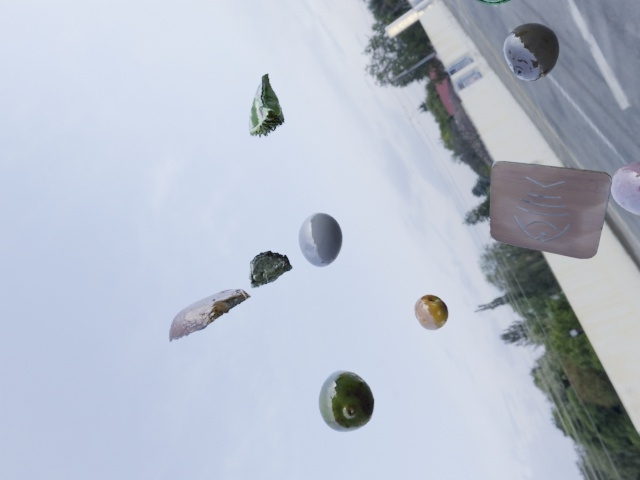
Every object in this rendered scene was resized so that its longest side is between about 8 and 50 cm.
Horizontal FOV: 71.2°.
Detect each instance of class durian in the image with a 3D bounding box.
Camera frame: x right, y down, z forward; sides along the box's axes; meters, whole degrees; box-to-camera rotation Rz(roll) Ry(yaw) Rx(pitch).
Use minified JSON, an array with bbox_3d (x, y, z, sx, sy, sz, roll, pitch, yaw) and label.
[{"bbox_3d":[-0.241,-0.550,1.866,0.169,0.159,0.351,75,-175,-47],"label":"durian"}]

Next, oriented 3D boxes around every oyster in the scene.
[{"bbox_3d":[-0.177,0.094,1.506,0.177,0.064,0.125,-17,-138,-31],"label":"oyster"}]

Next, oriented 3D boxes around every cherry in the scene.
[{"bbox_3d":[1.209,-0.190,1.673,0.239,0.240,0.205,19,-98,-57],"label":"cherry"}]

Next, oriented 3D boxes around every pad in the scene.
[{"bbox_3d":[0.606,-0.080,1.215,0.018,0.287,0.283,-46,-43,-35],"label":"pad"}]

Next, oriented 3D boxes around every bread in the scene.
[{"bbox_3d":[-0.187,0.117,0.749,0.129,0.126,0.044,-23,-92,-60],"label":"bread"}]

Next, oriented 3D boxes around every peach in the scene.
[{"bbox_3d":[0.430,0.282,1.728,0.138,0.138,0.138,45,-151,-34],"label":"peach"}]

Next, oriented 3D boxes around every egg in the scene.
[{"bbox_3d":[0.000,0.000,1.752,0.176,0.176,0.231,41,-140,-39],"label":"egg"}]

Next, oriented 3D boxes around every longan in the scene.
[{"bbox_3d":[0.696,-0.625,1.478,0.189,0.189,0.189,45,-151,-34],"label":"longan"}]

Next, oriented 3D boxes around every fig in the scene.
[{"bbox_3d":[0.085,0.566,1.602,0.202,0.203,0.225,57,172,-12],"label":"fig"}]

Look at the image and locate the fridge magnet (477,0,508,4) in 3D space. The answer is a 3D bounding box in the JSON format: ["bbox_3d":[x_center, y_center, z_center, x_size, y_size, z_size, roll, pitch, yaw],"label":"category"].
[{"bbox_3d":[0.533,-0.809,1.339,0.208,0.208,0.088,44,-132,-35],"label":"fridge magnet"}]
